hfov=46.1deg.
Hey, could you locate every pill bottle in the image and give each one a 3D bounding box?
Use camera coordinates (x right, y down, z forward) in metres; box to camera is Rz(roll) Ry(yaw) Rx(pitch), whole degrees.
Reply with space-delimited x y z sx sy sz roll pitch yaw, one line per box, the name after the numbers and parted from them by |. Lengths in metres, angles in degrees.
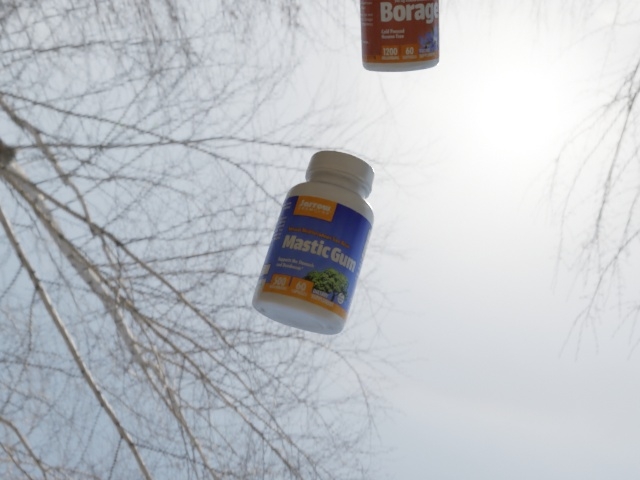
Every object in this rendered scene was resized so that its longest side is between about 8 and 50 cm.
0.118 -0.367 1.124 0.121 0.216 0.121 -4 -161 1 | pill bottle
0.000 0.000 1.199 0.152 0.152 0.272 12 -108 13 | pill bottle
